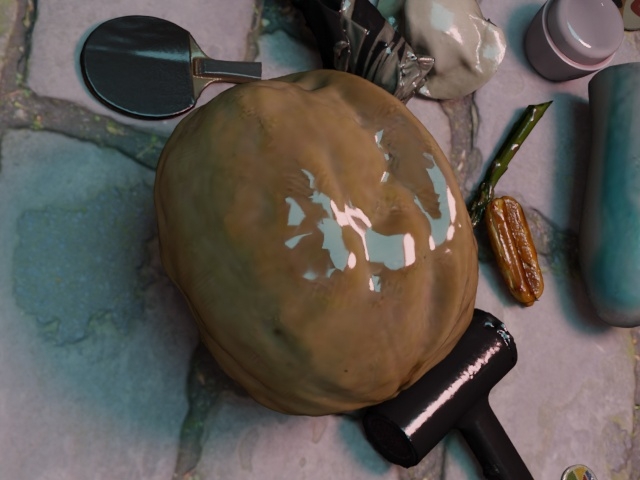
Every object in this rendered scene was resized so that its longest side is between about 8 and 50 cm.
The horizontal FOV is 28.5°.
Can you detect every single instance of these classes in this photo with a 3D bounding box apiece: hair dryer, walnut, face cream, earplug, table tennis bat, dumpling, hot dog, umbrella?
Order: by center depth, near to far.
[{"bbox_3d":[0.000,0.000,1.332,0.381,0.381,0.381,7,70,-21],"label":"walnut"},{"bbox_3d":[0.188,0.235,1.471,0.197,0.089,0.251,-39,97,-29],"label":"hair dryer"},{"bbox_3d":[-0.174,-0.203,1.493,0.220,0.019,0.130,1,74,-21],"label":"table tennis bat"},{"bbox_3d":[-0.009,-0.299,1.551,0.106,0.113,0.358,-37,83,-25],"label":"umbrella"},{"bbox_3d":[0.241,0.015,1.576,0.062,0.038,0.144,-20,94,-38],"label":"hot dog"},{"bbox_3d":[0.145,-0.265,1.615,0.176,0.092,0.150,41,76,-12],"label":"dumpling"},{"bbox_3d":[0.408,-0.044,1.617,0.185,0.185,0.324,18,75,-17],"label":"earplug"},{"bbox_3d":[0.337,-0.273,1.684,0.117,0.104,0.117,7,70,-20],"label":"face cream"}]

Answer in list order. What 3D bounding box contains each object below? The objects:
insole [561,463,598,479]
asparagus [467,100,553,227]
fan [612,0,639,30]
[{"bbox_3d":[0.349,0.363,1.536,0.065,0.006,0.193,-22,83,-28],"label":"insole"},{"bbox_3d":[0.238,-0.103,1.626,0.027,0.034,0.236,45,63,-24],"label":"asparagus"},{"bbox_3d":[0.466,-0.336,1.814,0.227,0.008,0.152,46,61,-3],"label":"fan"}]
